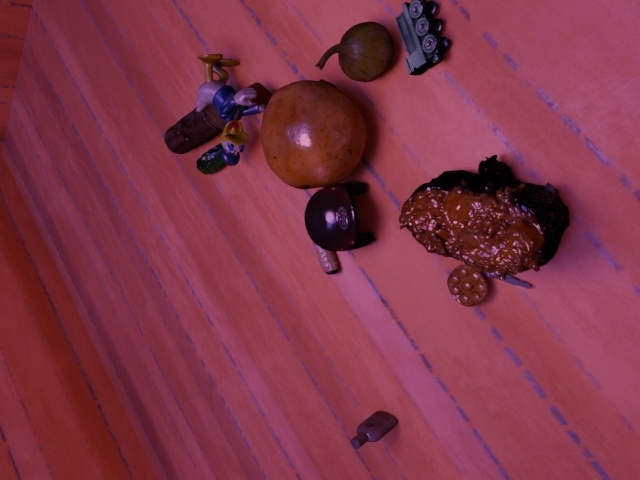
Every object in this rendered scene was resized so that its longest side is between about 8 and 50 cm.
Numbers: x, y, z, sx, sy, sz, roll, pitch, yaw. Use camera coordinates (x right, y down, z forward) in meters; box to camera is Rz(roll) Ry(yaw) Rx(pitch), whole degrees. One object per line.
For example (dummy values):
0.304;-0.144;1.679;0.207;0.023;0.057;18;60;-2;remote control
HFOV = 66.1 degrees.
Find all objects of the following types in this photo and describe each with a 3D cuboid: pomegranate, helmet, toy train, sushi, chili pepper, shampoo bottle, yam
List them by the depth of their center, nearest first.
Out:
0.351;-0.062;1.078;0.349;0.208;0.234;19;116;42;sushi
0.236;-0.489;1.168;0.111;0.071;0.170;-23;84;49;toy train
-0.024;-0.273;1.312;0.307;0.307;0.307;11;107;39;pomegranate
0.052;-0.063;1.362;0.216;0.193;0.189;-150;51;-83;helmet
0.149;0.547;1.420;0.080;0.165;0.040;9;106;40;shampoo bottle
-0.366;-0.304;1.741;0.257;0.074;0.100;-31;77;37;chili pepper
-0.437;-0.397;1.741;0.280;0.131;0.131;-16;89;45;yam

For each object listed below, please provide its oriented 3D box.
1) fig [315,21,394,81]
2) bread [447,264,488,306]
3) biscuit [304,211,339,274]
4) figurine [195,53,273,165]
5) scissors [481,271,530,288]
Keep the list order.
0.072;-0.456;1.200;0.149;0.245;0.149;20;119;40;fig
0.360;0.112;1.206;0.110;0.024;0.110;16;113;42;bread
0.000;0.000;1.497;0.061;0.055;0.219;155;97;-72;biscuit
-0.260;-0.407;1.562;0.284;0.204;0.338;7;103;21;figurine
0.409;0.074;1.178;0.187;0.020;0.133;7;107;43;scissors
